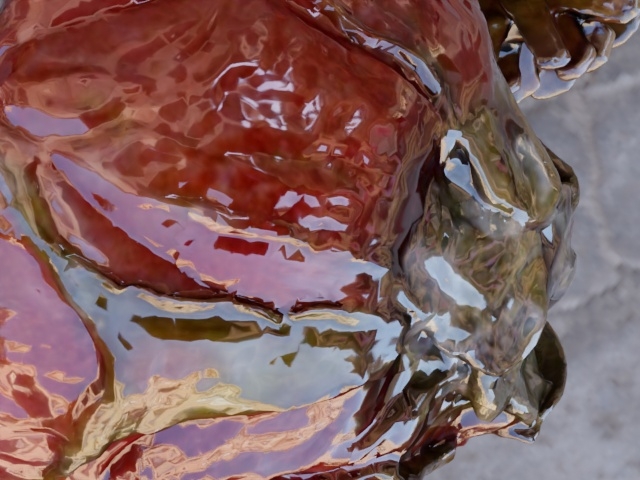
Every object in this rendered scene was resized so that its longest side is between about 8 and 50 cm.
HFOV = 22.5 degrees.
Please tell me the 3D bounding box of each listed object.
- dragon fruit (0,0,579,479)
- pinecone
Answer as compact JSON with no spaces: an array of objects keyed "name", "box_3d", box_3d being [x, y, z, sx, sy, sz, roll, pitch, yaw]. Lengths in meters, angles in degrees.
[{"name":"dragon fruit","box_3d":[0.000,0.003,0.440,0.224,0.148,0.218,-68,167,7]},{"name":"pinecone","box_3d":[0.106,-0.156,0.920,0.179,0.195,0.150,-13,89,0]}]
